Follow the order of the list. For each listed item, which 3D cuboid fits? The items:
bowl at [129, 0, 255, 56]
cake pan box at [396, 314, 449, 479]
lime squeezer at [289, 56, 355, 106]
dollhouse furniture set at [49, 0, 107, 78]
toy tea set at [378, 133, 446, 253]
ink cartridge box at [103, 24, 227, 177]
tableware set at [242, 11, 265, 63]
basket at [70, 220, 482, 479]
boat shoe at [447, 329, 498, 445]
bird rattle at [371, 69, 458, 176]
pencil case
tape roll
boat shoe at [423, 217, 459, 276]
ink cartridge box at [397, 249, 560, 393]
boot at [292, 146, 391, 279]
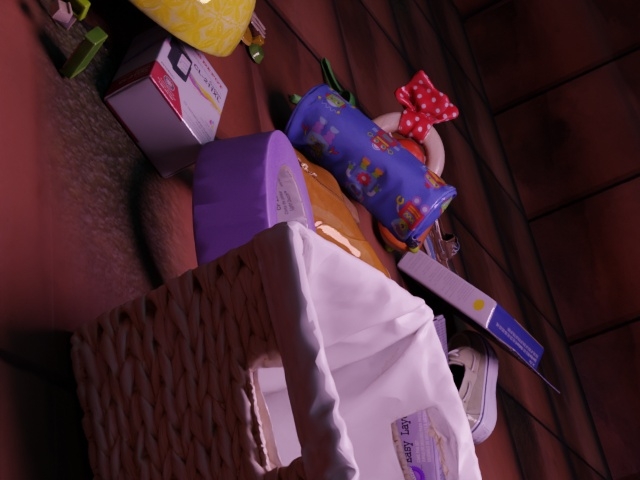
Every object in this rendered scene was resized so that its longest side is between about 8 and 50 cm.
[{"bbox_3d":[-0.175,-0.388,1.305,0.289,0.156,0.289,40,18,-16],"label":"bowl"},{"bbox_3d":[0.158,0.241,1.568,0.267,0.070,0.245,1,85,-76],"label":"cake pan box"},{"bbox_3d":[0.019,-0.275,1.957,0.110,0.059,0.310,61,21,-14],"label":"lime squeezer"},{"bbox_3d":[-0.310,-0.255,1.134,0.152,0.058,0.076,42,32,-9],"label":"dollhouse furniture set"},{"bbox_3d":[0.142,-0.089,2.035,0.200,0.124,0.336,35,26,1],"label":"toy tea set"},{"bbox_3d":[-0.189,-0.183,1.288,0.127,0.072,0.175,54,23,-29],"label":"ink cartridge box"},{"bbox_3d":[-0.139,-0.369,1.711,0.154,0.024,0.104,49,29,-42],"label":"tableware set"},{"bbox_3d":[-0.026,0.207,0.971,0.331,0.266,0.328,34,37,-58],"label":"basket"},{"bbox_3d":[0.269,0.251,1.920,0.094,0.109,0.302,44,22,-19],"label":"boat shoe"},{"bbox_3d":[0.139,-0.172,1.854,0.143,0.253,0.207,135,-66,-76],"label":"bird rattle"},{"bbox_3d":[0.077,-0.122,1.691,0.306,0.133,0.119,41,40,10],"label":"pencil case"},{"bbox_3d":[-0.069,0.009,1.238,0.275,0.090,0.274,-9,90,-79],"label":"tape roll"},{"bbox_3d":[0.266,0.014,2.246,0.183,0.066,0.066,60,21,-17],"label":"boat shoe"},{"bbox_3d":[0.330,0.154,2.026,0.307,0.072,0.303,35,-3,36],"label":"ink cartridge box"},{"bbox_3d":[0.001,-0.001,1.554,0.211,0.104,0.295,37,29,-45],"label":"boot"}]
